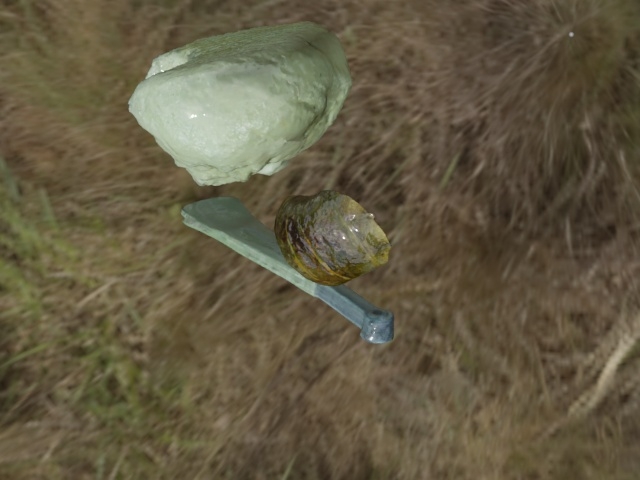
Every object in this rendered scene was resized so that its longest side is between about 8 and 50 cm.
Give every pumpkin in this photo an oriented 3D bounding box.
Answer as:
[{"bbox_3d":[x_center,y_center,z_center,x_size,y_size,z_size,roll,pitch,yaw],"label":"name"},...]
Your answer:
[{"bbox_3d":[0.000,0.001,0.818,0.028,0.083,0.050,-41,99,-28],"label":"pumpkin"}]

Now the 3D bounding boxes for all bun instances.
[{"bbox_3d":[-0.074,-0.115,1.494,0.204,0.212,0.126,-7,105,33],"label":"bun"}]

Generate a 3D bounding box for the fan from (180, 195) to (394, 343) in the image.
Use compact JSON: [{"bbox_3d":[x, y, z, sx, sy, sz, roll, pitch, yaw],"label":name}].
[{"bbox_3d":[-0.019,0.014,0.895,0.038,0.193,0.016,-12,115,-28],"label":"fan"}]
